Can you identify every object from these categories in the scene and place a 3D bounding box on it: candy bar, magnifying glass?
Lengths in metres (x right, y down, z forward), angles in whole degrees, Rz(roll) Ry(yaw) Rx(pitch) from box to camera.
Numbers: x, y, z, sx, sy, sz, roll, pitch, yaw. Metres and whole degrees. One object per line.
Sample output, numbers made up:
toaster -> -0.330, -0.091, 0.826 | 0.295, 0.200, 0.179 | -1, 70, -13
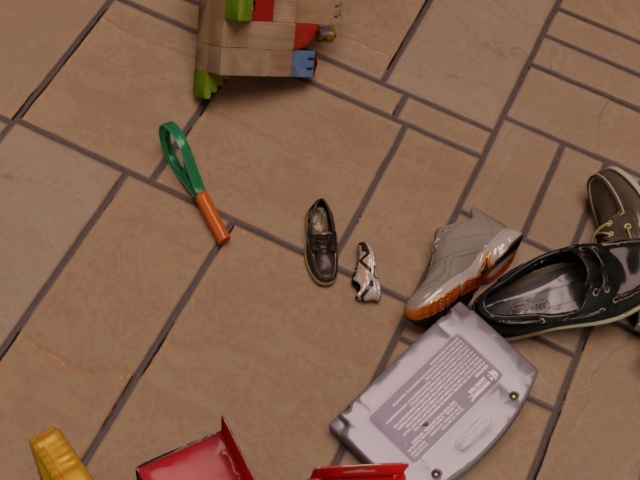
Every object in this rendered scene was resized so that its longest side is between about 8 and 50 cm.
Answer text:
candy bar -> -0.004, -0.443, 2.116 | 0.040, 0.018, 0.161 | -10, 62, -9
magnifying glass -> -0.212, -0.096, 1.852 | 0.026, 0.092, 0.231 | -25, 76, -23

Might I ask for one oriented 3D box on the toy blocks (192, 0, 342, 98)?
toy blocks -> -0.077, -0.437, 1.959 | 0.261, 0.381, 0.190 | -4, 16, -34

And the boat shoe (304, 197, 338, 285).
boat shoe -> 0.000, 0.000, 1.833 | 0.056, 0.049, 0.152 | -5, 60, -10

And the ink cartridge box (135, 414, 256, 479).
ink cartridge box -> -0.122, 0.421, 1.437 | 0.130, 0.272, 0.309 | -22, 64, -19

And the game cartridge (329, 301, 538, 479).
game cartridge -> 0.183, 0.253, 1.688 | 0.294, 0.060, 0.196 | -40, 68, -18

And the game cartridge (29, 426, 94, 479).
game cartridge -> -0.268, 0.413, 1.417 | 0.052, 0.285, 0.324 | -32, 67, -23

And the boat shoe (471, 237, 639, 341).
boat shoe -> 0.400, 0.065, 1.749 | 0.340, 0.113, 0.127 | -14, 65, 8

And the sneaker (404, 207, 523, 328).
sneaker -> 0.211, 0.042, 1.820 | 0.121, 0.099, 0.262 | 39, 54, 24

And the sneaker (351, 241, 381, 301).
sneaker -> 0.070, 0.050, 1.818 | 0.043, 0.040, 0.109 | -5, 60, -8

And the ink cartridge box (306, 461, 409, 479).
ink cartridge box -> 0.044, 0.376, 1.508 | 0.134, 0.231, 0.078 | -2, 59, -8

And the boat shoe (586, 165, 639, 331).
boat shoe -> 0.512, 0.011, 1.857 | 0.091, 0.109, 0.305 | -10, 65, -18
